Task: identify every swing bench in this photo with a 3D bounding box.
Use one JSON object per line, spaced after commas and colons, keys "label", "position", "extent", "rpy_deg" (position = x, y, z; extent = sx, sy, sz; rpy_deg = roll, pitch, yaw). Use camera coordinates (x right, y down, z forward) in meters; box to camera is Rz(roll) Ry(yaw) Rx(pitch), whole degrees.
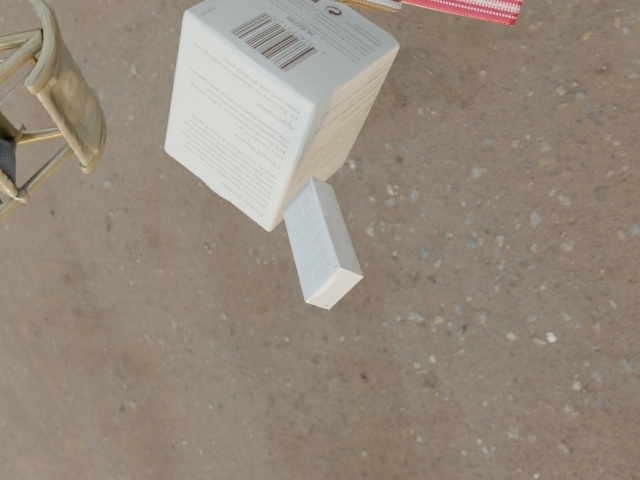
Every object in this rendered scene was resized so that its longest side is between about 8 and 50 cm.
{"label": "swing bench", "position": [-0.449, -0.182, 0.945], "extent": [0.165, 0.254, 0.253], "rpy_deg": [55, 168, 16]}

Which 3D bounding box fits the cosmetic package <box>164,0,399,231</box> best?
{"label": "cosmetic package", "position": [-0.098, -0.308, 1.423], "extent": [0.329, 0.327, 0.394], "rpy_deg": [38, 141, 9]}

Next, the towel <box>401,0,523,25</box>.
{"label": "towel", "position": [0.248, -0.492, 1.006], "extent": [0.198, 0.031, 0.275], "rpy_deg": [12, 115, 0]}

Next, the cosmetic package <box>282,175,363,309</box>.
{"label": "cosmetic package", "position": [0.000, 0.000, 1.176], "extent": [0.099, 0.060, 0.239], "rpy_deg": [-48, 39, 29]}

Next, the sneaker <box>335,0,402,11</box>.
{"label": "sneaker", "position": [0.033, -0.239, 0.563], "extent": [0.042, 0.118, 0.067], "rpy_deg": [20, 106, 43]}
